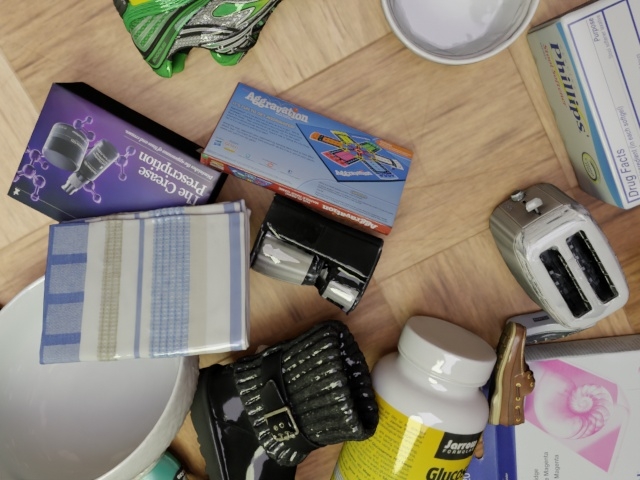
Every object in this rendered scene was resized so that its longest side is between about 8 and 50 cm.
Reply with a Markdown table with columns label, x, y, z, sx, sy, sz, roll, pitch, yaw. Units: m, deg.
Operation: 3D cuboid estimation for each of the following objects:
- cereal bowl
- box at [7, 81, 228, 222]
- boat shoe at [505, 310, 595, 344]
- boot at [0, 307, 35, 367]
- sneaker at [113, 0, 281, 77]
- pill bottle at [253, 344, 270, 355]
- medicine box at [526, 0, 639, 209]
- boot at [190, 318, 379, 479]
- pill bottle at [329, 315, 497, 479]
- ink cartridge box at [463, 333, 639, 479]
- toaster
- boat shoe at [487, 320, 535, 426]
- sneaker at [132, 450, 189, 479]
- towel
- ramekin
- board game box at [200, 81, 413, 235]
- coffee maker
| label | x | y | z | sx | sy | sz | roll | pitch | yaw |
| --- | --- | --- | --- | --- | --- | --- | --- | --- | --- |
| cereal bowl | -0.326 | 0.202 | 0.876 | 0.338 | 0.141 | 0.339 | -6 | 61 | 11 |
| box | -0.291 | -0.091 | 0.897 | 0.261 | 0.103 | 0.184 | 28 | 106 | -5 |
| boat shoe | 0.364 | 0.137 | 0.959 | 0.142 | 0.049 | 0.040 | -8 | 122 | 6 |
| boot | -0.557 | 0.192 | 0.988 | 0.213 | 0.077 | 0.165 | 38 | 103 | -5 |
| sneaker | -0.102 | -0.330 | 0.830 | 0.343 | 0.134 | 0.146 | -16 | 110 | 15 |
| pill bottle | -0.106 | 0.231 | 0.985 | 0.065 | 0.065 | 0.116 | 26 | 103 | -4 |
| medicine box | 0.472 | -0.225 | 0.809 | 0.289 | 0.149 | 0.264 | -23 | 102 | 8 |
| boot | -0.028 | 0.308 | 0.876 | 0.260 | 0.131 | 0.348 | -18 | 93 | 14 |
| pill bottle | 0.142 | 0.296 | 0.929 | 0.187 | 0.188 | 0.334 | 18 | 104 | -2 |
| ink cartridge box | 0.386 | 0.329 | 0.991 | 0.330 | 0.071 | 0.324 | -7 | 103 | 3 |
| toaster | 0.348 | 0.031 | 0.878 | 0.129 | 0.146 | 0.227 | -30 | 101 | 10 |
| boat shoe | 0.290 | 0.201 | 0.905 | 0.060 | 0.064 | 0.178 | 7 | 114 | 11 |
| sneaker | -0.350 | 0.479 | 1.033 | 0.302 | 0.108 | 0.121 | -43 | 94 | 10 |
| towel | -0.231 | 0.056 | 0.813 | 0.284 | 0.034 | 0.209 | -6 | 71 | 4 |
| ramekin | 0.179 | -0.341 | 0.813 | 0.207 | 0.109 | 0.207 | 0 | 103 | 1 |
| board game box | -0.013 | -0.120 | 0.870 | 0.281 | 0.027 | 0.145 | 22 | 61 | -3 |
| coffee maker | 0.000 | 0.000 | 0.897 | 0.178 | 0.120 | 0.171 | 23 | 103 | -4 |
